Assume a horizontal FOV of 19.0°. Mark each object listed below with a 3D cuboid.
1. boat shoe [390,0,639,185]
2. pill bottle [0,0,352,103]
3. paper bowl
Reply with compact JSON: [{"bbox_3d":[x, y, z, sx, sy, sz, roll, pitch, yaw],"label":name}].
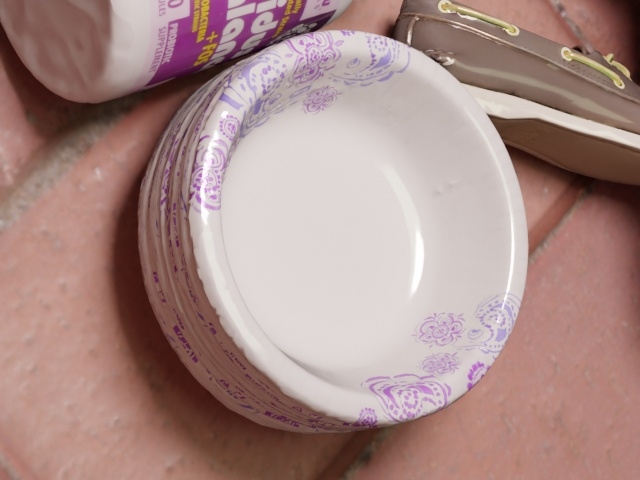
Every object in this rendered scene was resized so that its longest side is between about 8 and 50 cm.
[{"bbox_3d":[0.200,-0.116,1.564,0.324,0.116,0.097,14,76,-23],"label":"boat shoe"},{"bbox_3d":[-0.073,-0.215,1.376,0.301,0.169,0.169,-23,92,-36],"label":"pill bottle"},{"bbox_3d":[0.000,0.000,1.392,0.284,0.148,0.284,8,75,-31],"label":"paper bowl"}]
